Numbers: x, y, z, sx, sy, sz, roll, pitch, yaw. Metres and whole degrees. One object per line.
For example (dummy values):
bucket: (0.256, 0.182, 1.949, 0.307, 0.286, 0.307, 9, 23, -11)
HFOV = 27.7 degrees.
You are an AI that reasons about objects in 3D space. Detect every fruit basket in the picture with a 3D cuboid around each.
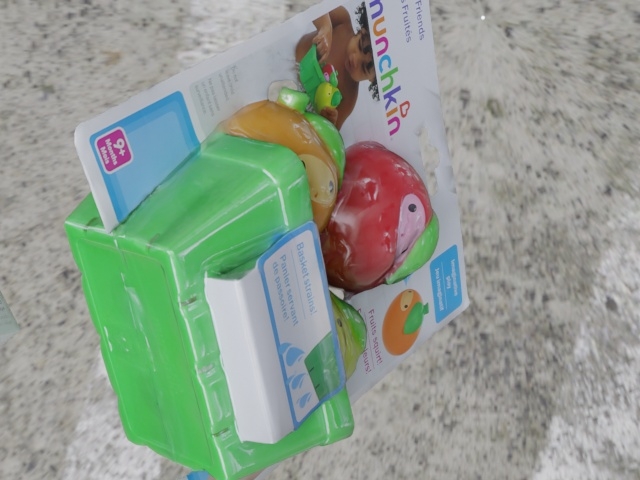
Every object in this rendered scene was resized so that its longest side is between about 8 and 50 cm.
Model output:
fruit basket: (0.000, 0.000, 0.951, 0.165, 0.353, 0.327, 19, 129, 44)

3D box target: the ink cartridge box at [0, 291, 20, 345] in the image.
ink cartridge box: (-0.290, 0.004, 0.860, 0.060, 0.104, 0.180, -34, 80, 26)
